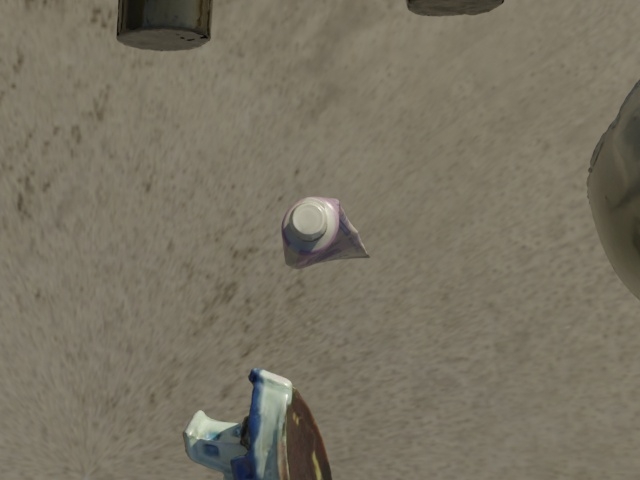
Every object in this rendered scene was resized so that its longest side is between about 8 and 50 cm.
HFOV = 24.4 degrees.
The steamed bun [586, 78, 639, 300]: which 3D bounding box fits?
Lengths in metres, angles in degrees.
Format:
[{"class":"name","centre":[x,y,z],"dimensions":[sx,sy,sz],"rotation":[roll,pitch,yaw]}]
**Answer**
[{"class":"steamed bun","centre":[0.395,-0.055,1.289],"dimensions":[0.324,0.324,0.206],"rotation":[-34,60,-12]}]

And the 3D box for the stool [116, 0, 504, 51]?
[{"class":"stool","centre":[-0.035,-0.197,0.640],"dimensions":[0.272,0.272,0.179],"rotation":[-1,84,-9]}]

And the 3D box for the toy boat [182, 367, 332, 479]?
[{"class":"toy boat","centre":[-0.058,0.232,1.385],"dimensions":[0.115,0.114,0.262],"rotation":[-2,117,22]}]

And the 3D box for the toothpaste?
[{"class":"toothpaste","centre":[0.000,0.000,1.358],"dimensions":[0.075,0.301,0.048],"rotation":[-24,82,1]}]
